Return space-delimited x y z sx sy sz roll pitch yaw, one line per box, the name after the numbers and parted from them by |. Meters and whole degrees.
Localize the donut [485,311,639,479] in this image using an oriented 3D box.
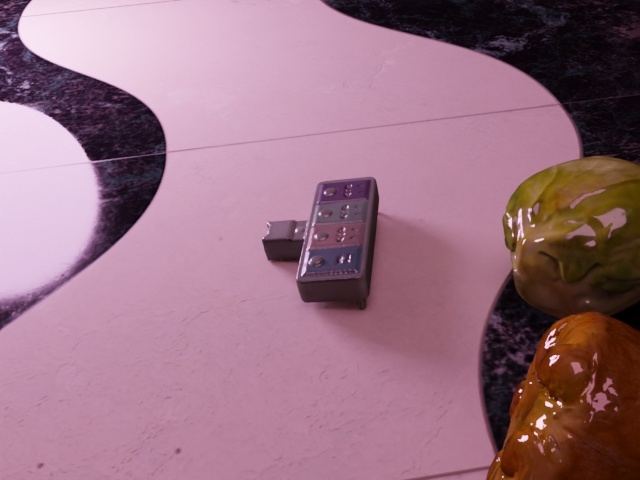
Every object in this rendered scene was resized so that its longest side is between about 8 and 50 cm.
0.213 0.168 0.637 0.114 0.226 0.226 21 44 13 | donut

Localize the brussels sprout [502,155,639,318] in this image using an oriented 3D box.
0.320 -0.013 0.897 0.223 0.161 0.223 1 45 -1 | brussels sprout

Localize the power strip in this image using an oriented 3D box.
0.000 0.000 1.000 0.145 0.061 0.215 -3 38 12 | power strip
